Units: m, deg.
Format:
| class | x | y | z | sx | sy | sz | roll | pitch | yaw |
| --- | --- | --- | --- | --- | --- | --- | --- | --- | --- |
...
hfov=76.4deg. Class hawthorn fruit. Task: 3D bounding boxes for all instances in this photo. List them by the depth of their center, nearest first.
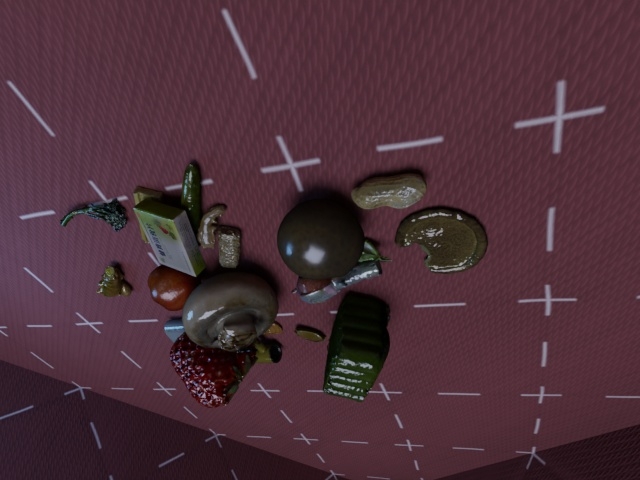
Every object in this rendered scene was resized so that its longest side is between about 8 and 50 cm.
| class | x | y | z | sx | sy | sz | roll | pitch | yaw |
| --- | --- | --- | --- | --- | --- | --- | --- | --- | --- |
| hawthorn fruit | -0.546 | 0.160 | 1.581 | 0.226 | 0.196 | 0.196 | -37 | 120 | 10 |

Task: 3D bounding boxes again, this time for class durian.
| class | x | y | z | sx | sy | sz | roll | pitch | yaw |
| --- | --- | --- | --- | --- | --- | --- | --- | --- | --- |
| durian | 0.125 | 0.050 | 1.347 | 0.216 | 0.100 | 0.086 | -8 | 133 | 10 |

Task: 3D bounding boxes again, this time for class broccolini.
| class | x | y | z | sx | sy | sz | roll | pitch | yaw |
| --- | --- | --- | --- | --- | --- | --- | --- | --- | --- |
| broccolini | -0.818 | -0.073 | 1.474 | 0.272 | 0.062 | 0.123 | -10 | 116 | 15 |

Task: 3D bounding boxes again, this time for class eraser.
| class | x | y | z | sx | sy | sz | roll | pitch | yaw |
| --- | --- | --- | --- | --- | --- | --- | --- | --- | --- |
| eraser | -0.596 | 0.435 | 1.918 | 0.227 | 0.081 | 0.173 | -6 | 129 | 20 |

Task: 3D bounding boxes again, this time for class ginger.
| class | x | y | z | sx | sy | sz | roll | pitch | yaw |
| --- | --- | --- | --- | --- | --- | --- | --- | --- | --- |
| ginger | -0.373 | -0.046 | 1.371 | 0.070 | 0.051 | 0.173 | 18 | 120 | -12 |
| ginger | -0.889 | 0.180 | 1.729 | 0.115 | 0.081 | 0.205 | 4 | 137 | 1 |

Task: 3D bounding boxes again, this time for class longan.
| class | x | y | z | sx | sy | sz | roll | pitch | yaw |
| --- | --- | --- | --- | --- | --- | --- | --- | --- | --- |
| longan | 0.000 | 0.000 | 1.222 | 0.259 | 0.257 | 0.257 | 7 | 135 | 7 |

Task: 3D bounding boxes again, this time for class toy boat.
| class | x | y | z | sx | sy | sz | roll | pitch | yaw |
| --- | --- | --- | --- | --- | --- | --- | --- | --- | --- |
| toy boat | -0.044 | 0.415 | 1.794 | 0.149 | 0.049 | 0.047 | 19 | 93 | -12 |

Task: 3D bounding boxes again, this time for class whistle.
| class | x | y | z | sx | sy | sz | roll | pitch | yaw |
| --- | --- | --- | --- | --- | --- | --- | --- | --- | --- |
| whistle | 0.045 | 0.137 | 1.430 | 0.347 | 0.133 | 0.142 | -20 | 172 | 23 |

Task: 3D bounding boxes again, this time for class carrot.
| class | x | y | z | sx | sy | sz | roll | pitch | yaw |
| --- | --- | --- | --- | --- | --- | --- | --- | --- | --- |
| carrot | -0.426 | -0.106 | 1.343 | 0.074 | 0.074 | 0.358 | 15 | 135 | -2 |

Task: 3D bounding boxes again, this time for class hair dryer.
| class | x | y | z | sx | sy | sz | roll | pitch | yaw |
| --- | --- | --- | --- | --- | --- | --- | --- | --- | --- |
| hair dryer | -0.307 | 0.470 | 1.873 | 0.135 | 0.090 | 0.278 | -11 | 131 | 33 |

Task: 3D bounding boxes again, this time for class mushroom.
| class | x | y | z | sx | sy | sz | roll | pitch | yaw |
| --- | --- | --- | --- | --- | --- | --- | --- | --- | --- |
| mushroom | -0.329 | 0.291 | 1.529 | 0.363 | 0.294 | 0.362 | -15 | 143 | -12 |

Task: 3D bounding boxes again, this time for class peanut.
| class | x | y | z | sx | sy | sz | roll | pitch | yaw |
| --- | --- | --- | --- | --- | --- | --- | --- | --- | --- |
| peanut | 0.192 | -0.137 | 1.153 | 0.215 | 0.090 | 0.098 | -2 | 144 | 19 |

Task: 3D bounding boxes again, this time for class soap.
| class | x | y | z | sx | sy | sz | roll | pitch | yaw |
| --- | --- | --- | --- | --- | --- | --- | --- | --- | --- |
| soap | -0.595 | -0.077 | 1.435 | 0.092 | 0.037 | 0.251 | 15 | 136 | 0 |

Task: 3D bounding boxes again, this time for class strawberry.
| class | x | y | z | sx | sy | sz | roll | pitch | yaw |
| --- | --- | --- | --- | --- | --- | --- | --- | --- | --- |
| strawberry | -0.473 | 0.507 | 1.729 | 0.345 | 0.317 | 0.295 | 33 | 166 | 3 |

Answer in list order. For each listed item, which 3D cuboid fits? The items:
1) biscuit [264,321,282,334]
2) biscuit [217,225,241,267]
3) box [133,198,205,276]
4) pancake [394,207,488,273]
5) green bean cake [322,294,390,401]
| class | x | y | z | sx | sy | sz | roll | pitch | yaw |
| --- | --- | --- | --- | --- | --- | --- | --- | --- | --- |
| biscuit | -0.247 | 0.388 | 1.829 | 0.140 | 0.023 | 0.118 | -13 | 131 | 25 |
| biscuit | -0.328 | 0.024 | 1.453 | 0.082 | 0.070 | 0.168 | 9 | 132 | -5 |
| box | -0.504 | -0.006 | 1.376 | 0.175 | 0.062 | 0.260 | 17 | 137 | 22 |
| pancake | 0.381 | 0.009 | 1.294 | 0.287 | 0.033 | 0.288 | -1 | 134 | 13 |
| green bean cake | 0.141 | 0.416 | 1.553 | 0.219 | 0.318 | 0.334 | 11 | 136 | 1 |
